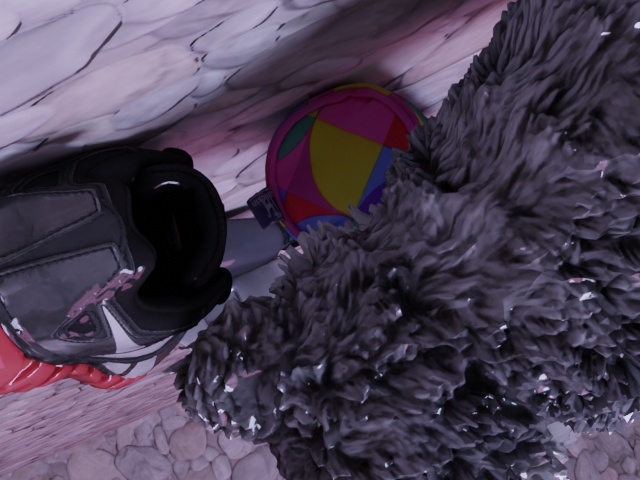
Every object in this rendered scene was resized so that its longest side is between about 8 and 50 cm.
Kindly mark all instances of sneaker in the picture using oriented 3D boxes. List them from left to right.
[{"bbox_3d":[-0.096,0.015,0.708,0.135,0.097,0.276,-24,172,11],"label":"sneaker"}]

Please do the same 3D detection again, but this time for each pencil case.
[{"bbox_3d":[0.037,-0.030,0.837,0.104,0.104,0.236,-26,174,13],"label":"pencil case"}]

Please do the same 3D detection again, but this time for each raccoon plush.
[{"bbox_3d":[0.069,-0.031,0.551,0.299,0.216,0.446,-34,146,-11],"label":"raccoon plush"}]

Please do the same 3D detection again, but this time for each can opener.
[{"bbox_3d":[0.000,0.000,1.023,0.280,0.074,0.093,-21,171,-27],"label":"can opener"}]
